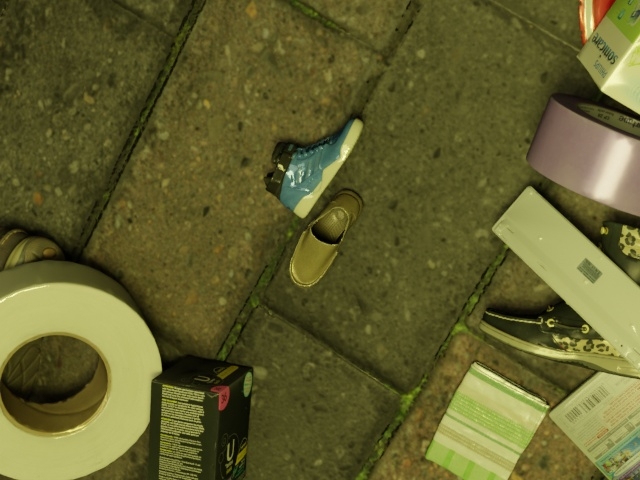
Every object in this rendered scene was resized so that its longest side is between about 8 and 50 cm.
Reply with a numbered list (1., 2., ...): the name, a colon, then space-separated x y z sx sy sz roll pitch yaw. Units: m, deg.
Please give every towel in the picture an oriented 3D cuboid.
1. towel: 0.213 0.243 1.662 0.113 0.023 0.152 29 111 12

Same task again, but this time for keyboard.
1. keyboard: 0.310 0.043 1.514 0.072 0.014 0.256 -48 65 10

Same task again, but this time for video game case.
1. video game case: 0.423 0.218 1.585 0.193 0.023 0.212 47 110 4

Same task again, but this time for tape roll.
1. tape roll: -0.358 0.173 1.711 0.286 0.100 0.286 -6 110 -16
2. tape roll: 0.334 -0.095 1.457 0.189 0.189 0.080 23 108 12

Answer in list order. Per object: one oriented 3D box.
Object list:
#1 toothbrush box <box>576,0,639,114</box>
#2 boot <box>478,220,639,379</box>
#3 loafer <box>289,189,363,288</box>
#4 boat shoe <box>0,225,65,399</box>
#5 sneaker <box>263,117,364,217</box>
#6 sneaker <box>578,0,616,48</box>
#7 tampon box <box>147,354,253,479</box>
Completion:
1. toothbrush box: 0.450 -0.246 1.389 0.206 0.122 0.283 29 112 -15
2. boot: 0.319 0.061 1.559 0.236 0.085 0.179 13 95 25
3. loafer: 0.000 0.000 1.659 0.056 0.050 0.148 32 109 9
4. boat shoe: -0.472 0.140 1.816 0.130 0.132 0.355 27 101 22
5. sneaker: -0.015 -0.109 1.636 0.084 0.058 0.152 35 117 -1
6. sneaker: 0.362 -0.298 1.460 0.128 0.087 0.221 1 103 19
7. tampon box: -0.161 0.252 1.728 0.101 0.120 0.161 9 105 17
